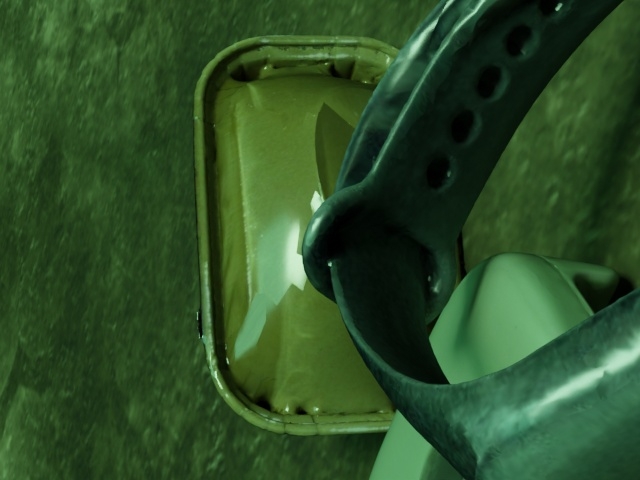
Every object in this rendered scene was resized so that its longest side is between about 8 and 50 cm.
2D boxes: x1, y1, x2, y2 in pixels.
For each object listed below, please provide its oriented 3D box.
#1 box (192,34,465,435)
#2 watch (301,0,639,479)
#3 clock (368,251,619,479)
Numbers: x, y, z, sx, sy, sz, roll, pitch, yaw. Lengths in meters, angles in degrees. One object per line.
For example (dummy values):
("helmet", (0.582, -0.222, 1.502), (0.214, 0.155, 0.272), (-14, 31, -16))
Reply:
("box", (0.000, 0.000, 0.780), (0.111, 0.111, 0.177), (-42, 48, 53))
("watch", (0.088, -0.023, 0.570), (0.206, 0.068, 0.193), (-35, 44, 22))
("clock", (0.083, 0.108, 0.626), (0.151, 0.062, 0.191), (-67, 30, 26))
